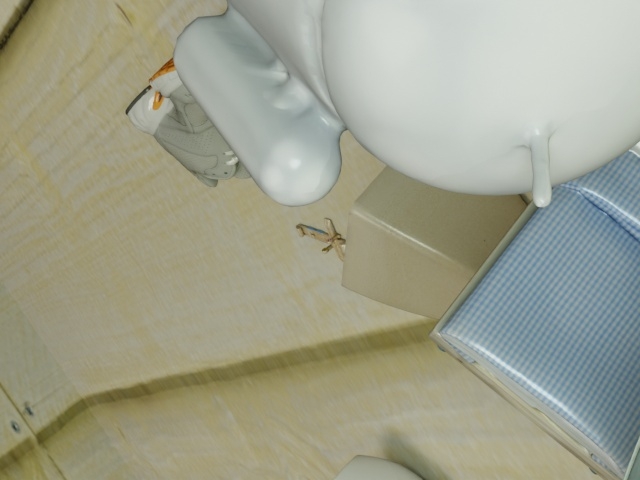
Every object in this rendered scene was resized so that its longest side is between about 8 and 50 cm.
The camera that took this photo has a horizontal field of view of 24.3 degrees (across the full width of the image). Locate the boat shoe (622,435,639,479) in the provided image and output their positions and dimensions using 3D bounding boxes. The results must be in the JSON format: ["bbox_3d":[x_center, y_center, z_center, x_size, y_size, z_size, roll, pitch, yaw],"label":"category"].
[{"bbox_3d":[0.216,0.043,0.611,0.116,0.319,0.099,32,-179,31],"label":"boat shoe"}]

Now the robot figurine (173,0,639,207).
[{"bbox_3d":[0.053,-0.156,0.700,0.199,0.300,0.353,28,-162,-45],"label":"robot figurine"}]

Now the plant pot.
[{"bbox_3d":[0.087,-0.004,1.068,0.096,0.109,0.109,33,152,16],"label":"plant pot"}]

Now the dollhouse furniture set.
[{"bbox_3d":[0.189,0.065,0.718,0.303,0.286,0.198,40,156,4],"label":"dollhouse furniture set"}]

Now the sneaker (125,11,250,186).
[{"bbox_3d":[-0.082,-0.113,1.273,0.121,0.099,0.262,48,165,-5],"label":"sneaker"}]

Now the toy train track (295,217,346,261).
[{"bbox_3d":[0.000,0.000,1.351,0.083,0.014,0.048,21,140,54],"label":"toy train track"}]

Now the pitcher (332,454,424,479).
[{"bbox_3d":[0.100,0.293,1.455,0.207,0.125,0.178,38,133,11],"label":"pitcher"}]
